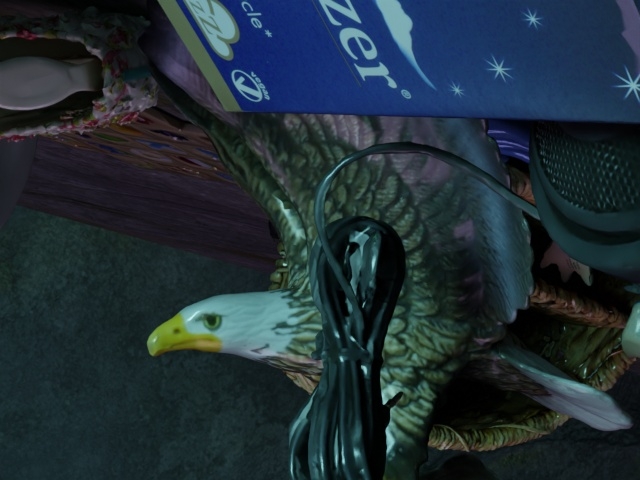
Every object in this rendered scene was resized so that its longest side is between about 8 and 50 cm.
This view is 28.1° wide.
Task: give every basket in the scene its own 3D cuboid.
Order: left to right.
[{"bbox_3d":[0.130,0.066,1.014,0.223,0.214,0.299,10,173,44],"label":"basket"}]

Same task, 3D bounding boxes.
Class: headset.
[{"bbox_3d":[0.155,0.005,0.421,0.394,0.185,0.243,-8,153,38],"label":"headset"}]

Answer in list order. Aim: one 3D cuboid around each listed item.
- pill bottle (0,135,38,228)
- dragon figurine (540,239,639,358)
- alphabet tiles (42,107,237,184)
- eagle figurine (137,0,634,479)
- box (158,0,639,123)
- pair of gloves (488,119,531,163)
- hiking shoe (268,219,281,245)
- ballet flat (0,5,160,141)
[{"bbox_3d":[-0.364,-0.098,0.925,0.283,0.160,0.160,14,174,12],"label":"pill bottle"},{"bbox_3d":[0.189,-0.024,0.641,0.289,0.144,0.085,42,160,-34],"label":"dragon figurine"},{"bbox_3d":[-0.171,-0.096,1.207,0.342,0.011,0.285,11,173,32],"label":"alphabet tiles"},{"bbox_3d":[0.012,0.006,0.651,0.226,0.298,0.225,-10,177,35],"label":"eagle figurine"},{"bbox_3d":[0.018,-0.094,0.337,0.225,0.036,0.136,6,137,47],"label":"box"},{"bbox_3d":[0.079,-0.075,0.747,0.159,0.023,0.198,14,175,3],"label":"pair of gloves"},{"bbox_3d":[0.000,0.000,1.322,0.114,0.086,0.227,11,175,-1],"label":"hiking shoe"},{"bbox_3d":[-0.209,-0.096,0.761,0.241,0.091,0.077,-8,-167,15],"label":"ballet flat"}]
